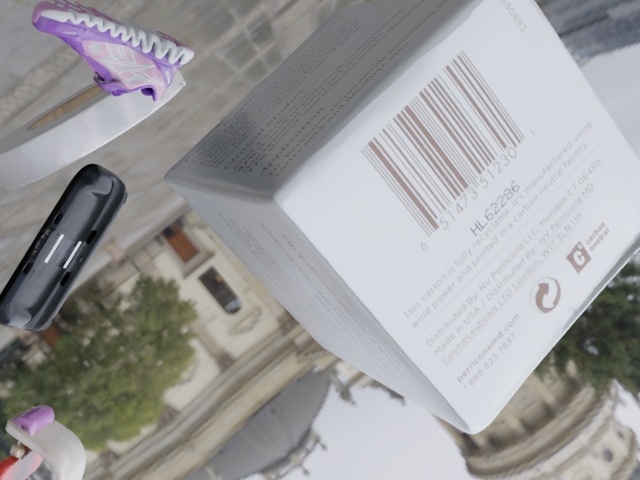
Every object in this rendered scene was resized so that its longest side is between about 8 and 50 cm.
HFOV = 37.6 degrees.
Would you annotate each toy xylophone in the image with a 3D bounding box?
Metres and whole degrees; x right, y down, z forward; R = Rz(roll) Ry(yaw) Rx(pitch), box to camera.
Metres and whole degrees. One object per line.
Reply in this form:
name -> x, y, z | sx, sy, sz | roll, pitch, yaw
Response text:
toy xylophone -> -0.331, 0.332, 0.964 | 0.236, 0.081, 0.322 | 123, -13, -80

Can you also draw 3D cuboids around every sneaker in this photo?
sneaker -> -0.286, -0.251, 1.277 | 0.236, 0.095, 0.104 | 12, 109, -45

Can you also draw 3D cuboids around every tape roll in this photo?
tape roll -> -0.434, -0.228, 1.743 | 0.392, 0.072, 0.392 | -27, -161, 10

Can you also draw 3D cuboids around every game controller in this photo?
game controller -> -0.449, 0.015, 1.633 | 0.319, 0.067, 0.166 | -59, 157, -3

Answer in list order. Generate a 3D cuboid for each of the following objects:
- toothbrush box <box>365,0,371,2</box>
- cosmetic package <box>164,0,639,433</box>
toothbrush box -> 0.143, -0.284, 1.510 | 0.206, 0.122, 0.283 | 36, -68, 61
cosmetic package -> 0.088, -0.056, 1.056 | 0.329, 0.327, 0.394 | -46, -159, -11
